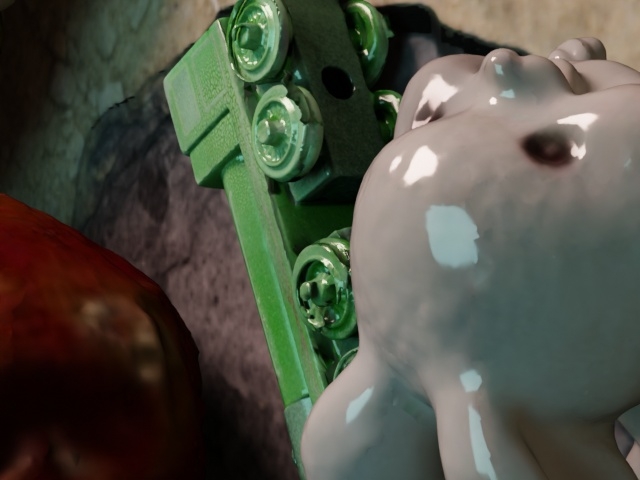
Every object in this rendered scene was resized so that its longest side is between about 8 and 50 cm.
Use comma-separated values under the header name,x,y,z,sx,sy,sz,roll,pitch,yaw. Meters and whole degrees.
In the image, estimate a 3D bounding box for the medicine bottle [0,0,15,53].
name,x,y,z,sx,sy,sz,roll,pitch,yaw
medicine bottle,-0.308,-0.136,0.834,0.384,0.224,0.224,-50,55,21

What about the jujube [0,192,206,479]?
name,x,y,z,sx,sy,sz,roll,pitch,yaw
jujube,-0.212,0.117,0.735,0.377,0.277,0.276,-26,72,46

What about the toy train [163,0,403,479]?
name,x,y,z,sx,sy,sz,roll,pitch,yaw
toy train,0.000,0.000,0.636,0.119,0.085,0.251,-38,62,47

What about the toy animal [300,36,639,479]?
name,x,y,z,sx,sy,sz,roll,pitch,yaw
toy animal,0.095,0.025,0.454,0.127,0.193,0.178,15,110,47
